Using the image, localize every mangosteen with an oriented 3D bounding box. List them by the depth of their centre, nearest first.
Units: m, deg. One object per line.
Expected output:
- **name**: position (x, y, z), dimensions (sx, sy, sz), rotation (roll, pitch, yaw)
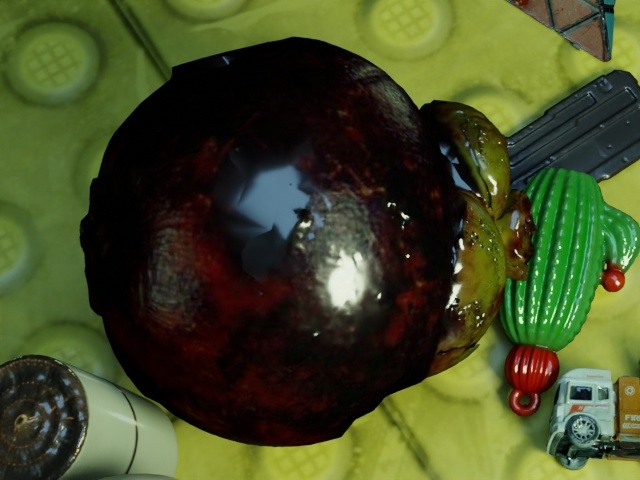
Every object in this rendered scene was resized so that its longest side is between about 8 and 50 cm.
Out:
- **mangosteen**: position (-0.016, -0.017, 1.460), dimensions (0.421, 0.381, 0.381), rotation (-31, 70, -24)

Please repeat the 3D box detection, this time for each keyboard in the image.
- **keyboard**: position (0.247, -0.086, 1.668), dimensions (0.262, 0.016, 0.106), rotation (-33, 71, -12)

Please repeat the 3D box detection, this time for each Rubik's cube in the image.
- **Rubik's cube**: position (0.265, -0.343, 1.755), dimensions (0.190, 0.211, 0.178), rotation (15, 43, 32)

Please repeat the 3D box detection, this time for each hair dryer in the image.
- **hair dryer**: position (-0.330, 0.236, 1.476), dimensions (0.362, 0.203, 0.128), rotation (-26, 67, 11)

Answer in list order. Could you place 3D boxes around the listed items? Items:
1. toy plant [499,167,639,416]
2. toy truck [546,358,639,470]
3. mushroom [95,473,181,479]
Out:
- **toy plant**: position (0.215, 0.041, 1.581), dimensions (0.154, 0.088, 0.240), rotation (35, 87, 19)
- **toy truck**: position (0.309, 0.162, 1.531), dimensions (0.177, 0.080, 0.115), rotation (2, 62, 1)
- **mushroom**: position (-0.149, 0.387, 1.345), dimensions (0.325, 0.353, 0.353), rotation (-38, 70, 10)
